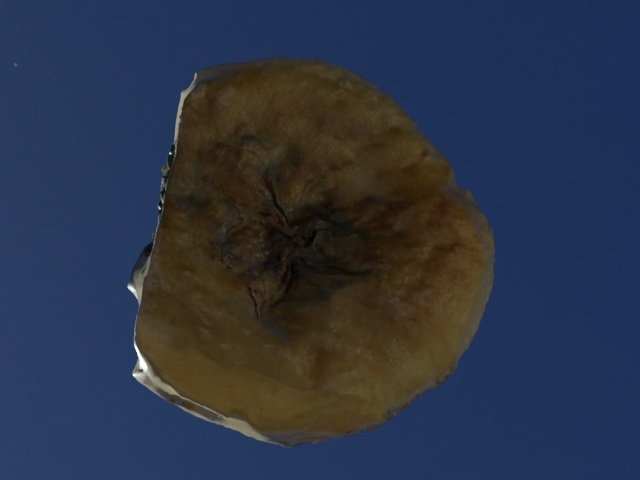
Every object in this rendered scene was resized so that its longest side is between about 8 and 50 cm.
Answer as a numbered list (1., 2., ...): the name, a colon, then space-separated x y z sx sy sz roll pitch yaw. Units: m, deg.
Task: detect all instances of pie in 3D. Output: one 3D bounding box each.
1. pie: -0.001 0.002 0.699 0.185 0.052 0.218 12 -125 -12
